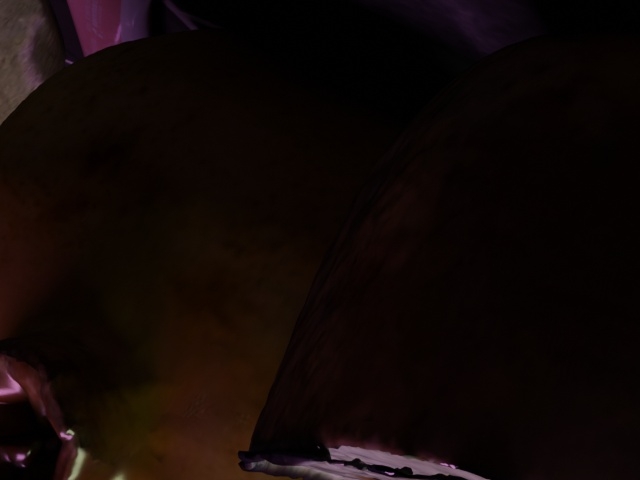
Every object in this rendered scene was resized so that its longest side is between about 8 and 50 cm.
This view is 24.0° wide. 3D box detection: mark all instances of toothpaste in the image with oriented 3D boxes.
[{"bbox_3d":[-0.126,-0.130,0.906,0.067,0.043,0.194,30,168,3],"label":"toothpaste"}]

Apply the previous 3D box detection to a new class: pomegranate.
[{"bbox_3d":[-0.052,0.097,0.775,0.417,0.416,0.416,27,174,3],"label":"pomegranate"}]

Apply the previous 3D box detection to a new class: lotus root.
[{"bbox_3d":[0.116,0.026,0.498,0.272,0.192,0.272,19,165,5],"label":"lotus root"}]

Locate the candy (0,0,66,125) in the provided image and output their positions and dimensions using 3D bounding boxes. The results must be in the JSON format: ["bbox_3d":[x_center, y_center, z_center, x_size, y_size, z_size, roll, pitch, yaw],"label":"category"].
[{"bbox_3d":[-0.227,-0.148,0.834,0.343,0.132,0.142,115,135,-82],"label":"candy"}]
